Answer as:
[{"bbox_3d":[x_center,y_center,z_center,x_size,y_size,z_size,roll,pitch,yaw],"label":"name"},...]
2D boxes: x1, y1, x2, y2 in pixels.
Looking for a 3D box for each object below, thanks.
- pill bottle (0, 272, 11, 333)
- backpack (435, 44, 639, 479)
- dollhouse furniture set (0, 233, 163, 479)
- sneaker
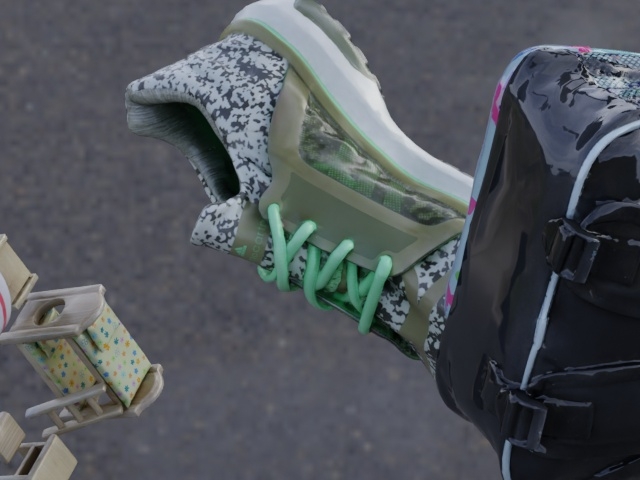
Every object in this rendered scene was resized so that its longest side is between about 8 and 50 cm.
[{"bbox_3d":[-0.257,0.074,1.141,0.087,0.087,0.160,11,45,21],"label":"pill bottle"},{"bbox_3d":[0.195,0.014,0.981,0.254,0.225,0.191,3,26,-17],"label":"backpack"},{"bbox_3d":[-0.240,0.111,1.647,0.101,0.182,0.161,-8,40,34],"label":"dollhouse furniture set"},{"bbox_3d":[0.000,0.000,1.351,0.182,0.158,0.410,-22,55,-29],"label":"sneaker"}]
